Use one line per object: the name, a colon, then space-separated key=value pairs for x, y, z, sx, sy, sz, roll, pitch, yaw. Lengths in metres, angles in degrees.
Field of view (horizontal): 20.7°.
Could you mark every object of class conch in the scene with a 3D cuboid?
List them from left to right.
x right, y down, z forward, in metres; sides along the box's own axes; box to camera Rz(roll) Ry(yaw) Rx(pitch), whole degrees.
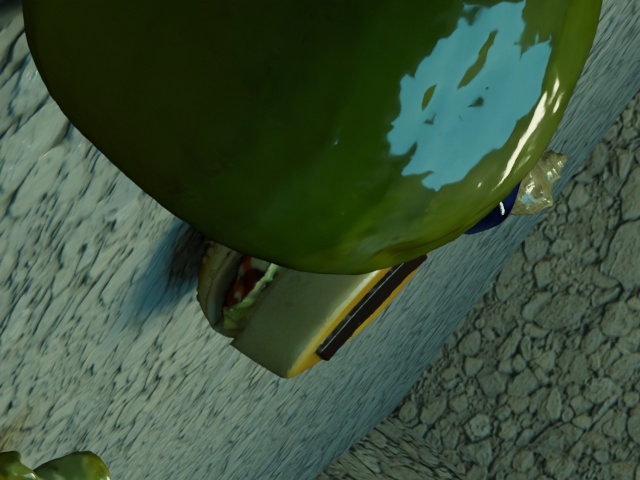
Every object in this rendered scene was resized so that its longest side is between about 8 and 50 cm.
conch: x=0.234 y=-0.084 z=2.520 sx=0.245 sy=0.163 sz=0.178 roll=-21 pitch=154 yaw=8

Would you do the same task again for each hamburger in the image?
hamburger: x=0.000 y=0.000 z=1.813 sx=0.300 sy=0.176 sz=0.300 roll=-46 pitch=169 yaw=-11

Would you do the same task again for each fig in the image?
fig: x=0.006 y=-0.158 z=1.001 sx=0.343 sy=0.343 sz=0.343 roll=-47 pitch=169 yaw=-12

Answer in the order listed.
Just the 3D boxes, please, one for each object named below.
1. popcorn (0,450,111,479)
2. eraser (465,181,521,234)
popcorn: x=-0.306 y=0.328 z=1.675 sx=0.276 sy=0.276 sz=0.225 roll=-56 pitch=-157 yaw=33
eraser: x=0.141 y=-0.143 z=1.711 sx=0.101 sy=0.155 sz=0.332 roll=64 pitch=34 yaw=-34
